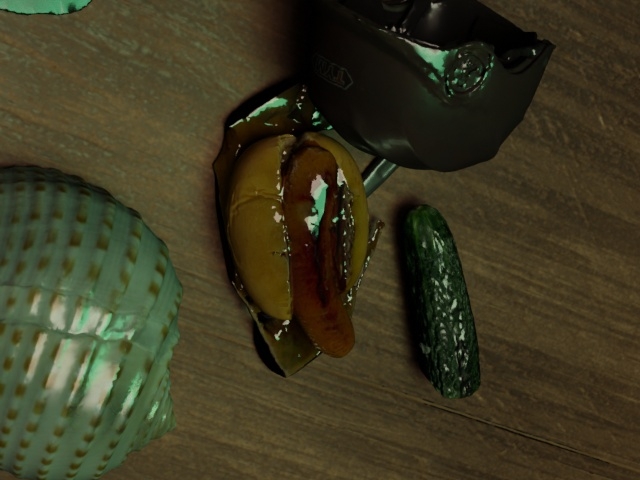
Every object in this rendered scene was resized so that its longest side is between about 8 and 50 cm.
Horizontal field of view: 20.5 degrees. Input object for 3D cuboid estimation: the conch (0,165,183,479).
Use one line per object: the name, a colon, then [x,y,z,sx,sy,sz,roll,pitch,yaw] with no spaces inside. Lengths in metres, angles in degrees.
conch: [-0.263,0.084,1.759,0.319,0.215,0.303,36,78,-35]

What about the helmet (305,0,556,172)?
helmet: [0.091,-0.167,1.856,0.305,0.225,0.177,1,117,-36]

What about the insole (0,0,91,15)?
insole: [-0.362,-0.296,1.681,0.348,0.009,0.119,12,100,-32]

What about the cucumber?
cucumber: [0.138,0.066,2.054,0.074,0.074,0.241,-21,115,-21]

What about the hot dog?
hot dog: [-0.006,0.001,1.920,0.194,0.107,0.326,-28,119,-13]

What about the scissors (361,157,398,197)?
scissors: [0.106,-0.121,2.001,0.220,0.017,0.088,-47,127,-5]
